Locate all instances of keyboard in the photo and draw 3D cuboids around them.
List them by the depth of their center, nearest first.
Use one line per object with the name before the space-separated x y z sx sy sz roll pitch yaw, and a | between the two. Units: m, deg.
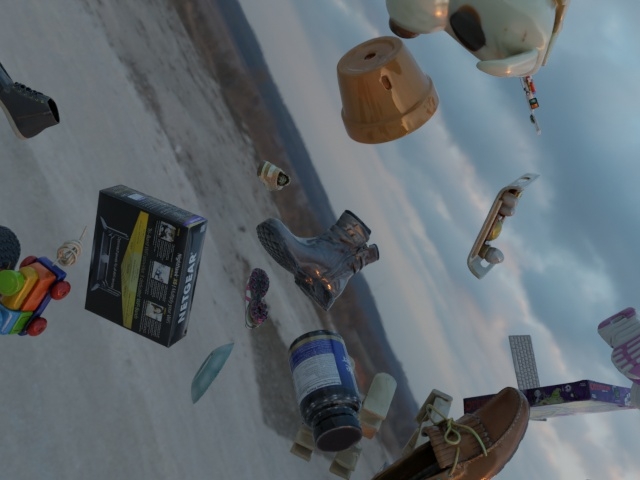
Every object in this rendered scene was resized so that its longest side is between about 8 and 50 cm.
keyboard | 0.605 0.401 1.935 0.014 0.072 0.256 -12 91 -51

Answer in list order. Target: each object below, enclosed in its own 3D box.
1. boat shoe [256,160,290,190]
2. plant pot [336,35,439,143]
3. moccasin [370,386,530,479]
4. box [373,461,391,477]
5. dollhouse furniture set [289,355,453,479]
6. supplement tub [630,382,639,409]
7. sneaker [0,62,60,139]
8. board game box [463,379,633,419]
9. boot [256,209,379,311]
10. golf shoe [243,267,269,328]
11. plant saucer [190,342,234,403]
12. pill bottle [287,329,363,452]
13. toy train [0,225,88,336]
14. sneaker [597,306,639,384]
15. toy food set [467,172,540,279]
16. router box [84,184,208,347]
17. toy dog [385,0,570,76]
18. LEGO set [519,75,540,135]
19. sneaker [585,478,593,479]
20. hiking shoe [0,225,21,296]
boat shoe | -0.117 -0.167 1.819 0.190 0.072 0.068 18 90 -79
plant pot | 0.173 -0.446 1.901 0.203 0.291 0.291 61 3 -37
moccasin | 0.244 0.414 1.303 0.147 0.380 0.139 50 8 -16
box | 0.129 0.899 2.044 0.097 0.318 0.395 33 10 6
dollhouse furniture set | 0.160 0.522 1.975 0.256 0.394 0.362 -59 171 -49
supplement tub | 0.608 0.278 1.156 0.107 0.071 0.071 12 -48 56
sneaker | -0.756 -0.378 1.684 0.083 0.118 0.222 -92 161 -68
board game box | 0.533 0.380 1.550 0.208 0.347 0.056 21 61 -32
boot | 0.000 0.000 1.609 0.118 0.223 0.338 34 -13 42
golf shoe | -0.196 0.167 1.933 0.067 0.086 0.186 22 51 -28
plant saucer | -0.304 0.351 1.801 0.037 0.195 0.195 35 6 -9
pill bottle | 0.012 0.295 1.305 0.123 0.123 0.219 64 6 -46
toy train | -0.541 0.068 1.232 0.105 0.248 0.143 36 6 10
sneaker | 0.558 0.199 1.144 0.104 0.095 0.236 56 18 -3
toy food set | 0.550 -0.047 1.956 0.092 0.306 0.220 31 29 20
router box | -0.402 0.057 1.511 0.081 0.243 0.309 -34 142 -63
toy dog | 0.351 -0.540 1.545 0.408 0.395 0.284 24 -19 16
LEGO set | 0.611 -0.411 1.895 0.244 0.060 0.182 3 70 -70
sneaker | 0.787 0.696 1.798 0.123 0.290 0.106 -89 156 -43
hiking shoe | -0.785 0.074 1.604 0.086 0.114 0.227 14 53 -48
